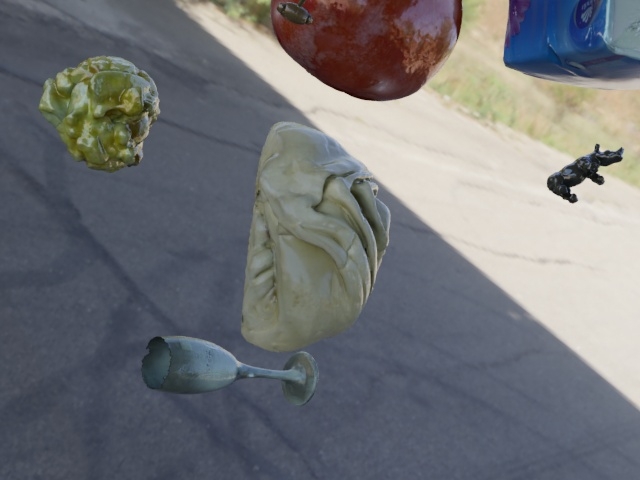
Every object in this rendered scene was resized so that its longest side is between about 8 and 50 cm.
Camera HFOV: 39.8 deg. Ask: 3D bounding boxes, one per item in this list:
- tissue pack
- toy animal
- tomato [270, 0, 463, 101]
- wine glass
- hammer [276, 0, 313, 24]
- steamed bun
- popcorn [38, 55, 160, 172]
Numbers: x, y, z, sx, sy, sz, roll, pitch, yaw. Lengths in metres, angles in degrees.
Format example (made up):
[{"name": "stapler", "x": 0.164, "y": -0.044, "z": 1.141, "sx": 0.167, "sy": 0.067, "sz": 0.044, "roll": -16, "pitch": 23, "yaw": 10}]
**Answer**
[{"name": "tissue pack", "x": 0.346, "y": -0.250, "z": 0.992, "sx": 0.198, "sy": 0.146, "sz": 0.263, "roll": 5, "pitch": 4, "yaw": -12}, {"name": "toy animal", "x": 0.423, "y": -0.113, "z": 1.406, "sx": 0.047, "sy": 0.136, "sz": 0.065, "roll": 55, "pitch": 2, "yaw": -26}, {"name": "tomato", "x": 0.044, "y": -0.224, "z": 0.814, "sx": 0.187, "sy": 0.151, "sz": 0.187, "roll": 21, "pitch": 35, "yaw": -16}, {"name": "wine glass", "x": -0.112, "y": 0.146, "z": 1.468, "sx": 0.310, "sy": 0.264, "sz": 0.096, "roll": 15, "pitch": 18, "yaw": -41}, {"name": "hammer", "x": 0.009, "y": -0.198, "z": 0.619, "sx": 0.029, "sy": 0.123, "sz": 0.014, "roll": 19, "pitch": 46, "yaw": -25}, {"name": "steamed bun", "x": 0.000, "y": 0.002, "z": 1.272, "sx": 0.203, "sy": 0.276, "sz": 0.289, "roll": 6, "pitch": 51, "yaw": -1}, {"name": "popcorn", "x": -0.345, "y": -0.208, "z": 1.433, "sx": 0.167, "sy": 0.185, "sz": 0.187, "roll": 24, "pitch": 32, "yaw": -48}]
